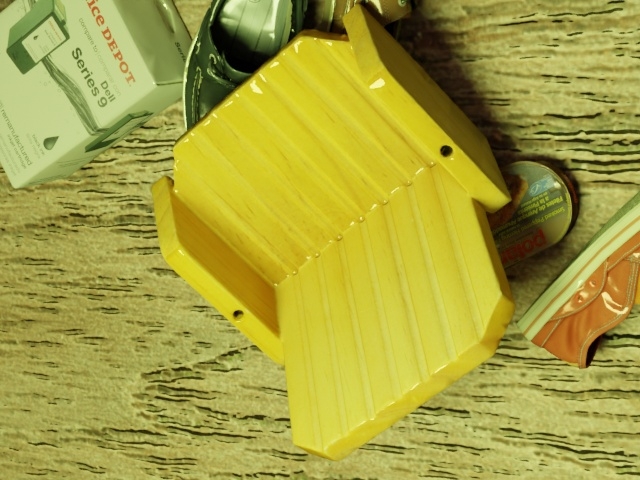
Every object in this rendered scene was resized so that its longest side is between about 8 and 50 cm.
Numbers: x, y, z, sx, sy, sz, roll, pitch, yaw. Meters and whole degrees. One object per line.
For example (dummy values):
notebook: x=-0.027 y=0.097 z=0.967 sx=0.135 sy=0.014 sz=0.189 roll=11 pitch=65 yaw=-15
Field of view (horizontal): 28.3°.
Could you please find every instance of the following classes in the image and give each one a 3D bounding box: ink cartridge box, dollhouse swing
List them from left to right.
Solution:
ink cartridge box: x=-0.322 y=-0.230 z=1.674 sx=0.289 sy=0.121 sz=0.211 roll=-30 pitch=85 yaw=31
dollhouse swing: x=0.000 y=0.000 z=1.379 sx=0.347 sy=0.305 sz=0.315 roll=-37 pitch=110 yaw=23

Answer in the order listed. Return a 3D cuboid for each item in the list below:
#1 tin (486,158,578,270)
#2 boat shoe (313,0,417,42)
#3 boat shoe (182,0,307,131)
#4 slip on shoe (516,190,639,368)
tin: x=0.209 y=-0.022 z=1.462 sx=0.190 sy=0.040 sz=0.106 roll=-28 pitch=82 yaw=32
boat shoe: x=0.065 y=-0.283 z=1.455 sx=0.104 sy=0.111 sz=0.307 roll=24 pitch=122 yaw=20
boat shoe: x=-0.087 y=-0.233 z=1.524 sx=0.127 sy=0.113 sz=0.340 roll=22 pitch=110 yaw=-9
slip on shoe: x=0.343 y=0.016 z=1.348 sx=0.101 sy=0.123 sz=0.331 roll=43 pitch=124 yaw=7
